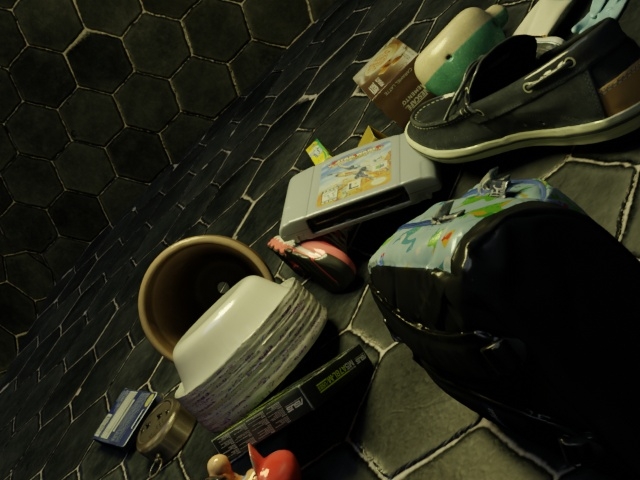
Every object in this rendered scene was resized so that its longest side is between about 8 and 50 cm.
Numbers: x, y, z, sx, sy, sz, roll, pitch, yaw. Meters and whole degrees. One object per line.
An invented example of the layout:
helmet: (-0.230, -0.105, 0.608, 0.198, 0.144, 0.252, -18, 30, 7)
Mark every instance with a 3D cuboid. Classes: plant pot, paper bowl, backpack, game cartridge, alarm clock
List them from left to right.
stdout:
alarm clock: (-0.302, 0.375, 1.588, 0.129, 0.064, 0.192, -39, 26, 25)
plant pot: (-0.206, 0.108, 1.642, 0.263, 0.263, 0.229, -47, 3, 6)
paper bowl: (-0.133, 0.171, 1.389, 0.284, 0.148, 0.284, -44, 5, 5)
game cartridge: (0.071, -0.103, 1.493, 0.297, 0.062, 0.198, -19, 35, 16)
plant pot: (0.113, -0.167, 1.669, 0.083, 0.081, 0.081, -56, 18, 17)
backpack: (0.192, 0.069, 0.863, 0.273, 0.290, 0.355, -49, 12, -23)

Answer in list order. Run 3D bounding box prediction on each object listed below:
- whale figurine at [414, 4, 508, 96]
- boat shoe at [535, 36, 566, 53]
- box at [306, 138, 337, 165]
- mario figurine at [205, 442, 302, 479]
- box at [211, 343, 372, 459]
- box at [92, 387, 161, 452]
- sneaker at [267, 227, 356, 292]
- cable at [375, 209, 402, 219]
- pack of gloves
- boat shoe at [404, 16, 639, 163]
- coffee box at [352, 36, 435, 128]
whale figurine: (0.292, -0.352, 1.593, 0.216, 0.141, 0.272, -45, -4, 27)
boat shoe: (0.375, -0.330, 1.458, 0.040, 0.049, 0.142, -54, 23, -10)
box: (0.030, -0.154, 1.768, 0.043, 0.105, 0.179, -47, 21, 10)
mario figurine: (-0.173, 0.365, 1.086, 0.321, 0.170, 0.198, -30, 27, -13)
box: (-0.039, 0.234, 1.203, 0.191, 0.045, 0.184, -36, -4, 30)
box: (-0.422, 0.395, 1.824, 0.225, 0.036, 0.136, -14, 41, 59)
sneaker: (-0.001, 0.000, 1.552, 0.136, 0.116, 0.314, -49, 21, -8)
cable: (0.130, -0.102, 1.559, 0.184, 0.047, 0.150, -16, 39, 57)
pack of gloves: (0.479, -0.429, 1.452, 0.232, 0.046, 0.195, -53, 36, -12)
boat shoe: (0.288, -0.227, 1.256, 0.187, 0.156, 0.500, -41, 18, -21)
coffee box: (0.171, -0.355, 1.839, 0.141, 0.098, 0.246, -45, 21, 12)
